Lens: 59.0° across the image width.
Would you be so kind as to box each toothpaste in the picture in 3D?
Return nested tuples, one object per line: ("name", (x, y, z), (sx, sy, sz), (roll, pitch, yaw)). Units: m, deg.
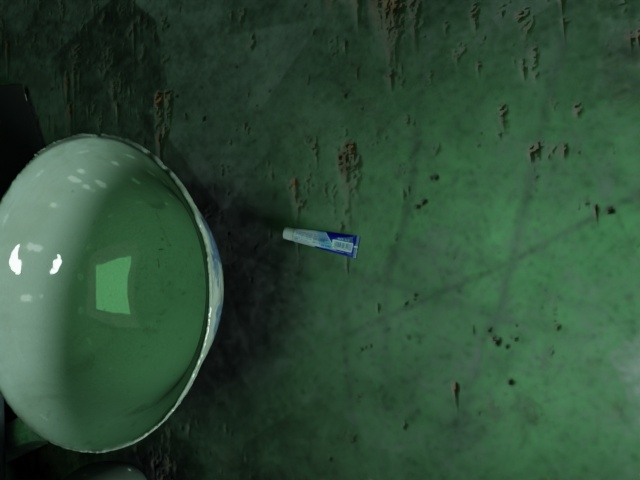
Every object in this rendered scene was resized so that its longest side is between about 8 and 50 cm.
("toothpaste", (0.000, 0.000, 0.602), (0.083, 0.015, 0.024), (10, 90, 19))

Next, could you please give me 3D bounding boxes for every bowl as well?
("bowl", (-0.207, 0.053, 0.617), (0.314, 0.146, 0.313), (-2, 86, 25))

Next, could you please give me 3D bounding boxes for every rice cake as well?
("rice cake", (-0.451, 0.290, 0.766), (0.245, 0.042, 0.045), (-29, 62, 21))

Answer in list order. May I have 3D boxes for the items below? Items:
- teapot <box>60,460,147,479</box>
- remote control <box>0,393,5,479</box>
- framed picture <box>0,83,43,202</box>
("teapot", (-0.217, 0.371, 0.597), (0.183, 0.183, 0.251), (-44, 83, 15))
("remote control", (-0.414, 0.329, 0.672), (0.107, 0.044, 0.377), (-31, 57, 14))
("framed picture", (-0.469, -0.041, 0.713), (0.338, 0.255, 0.014), (66, 152, 13))
